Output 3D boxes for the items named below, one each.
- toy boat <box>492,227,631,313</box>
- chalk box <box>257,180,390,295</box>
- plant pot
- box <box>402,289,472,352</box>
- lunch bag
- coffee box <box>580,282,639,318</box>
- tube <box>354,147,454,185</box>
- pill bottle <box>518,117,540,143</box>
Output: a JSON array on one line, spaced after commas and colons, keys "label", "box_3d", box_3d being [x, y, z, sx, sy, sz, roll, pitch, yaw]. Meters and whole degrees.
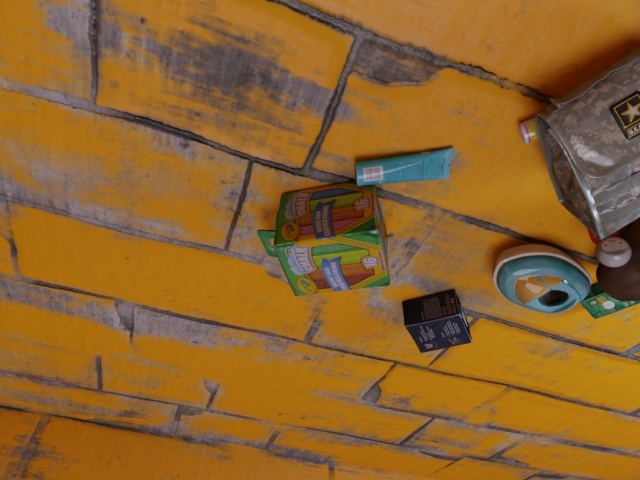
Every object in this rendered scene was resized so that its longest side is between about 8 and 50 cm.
[{"label": "toy boat", "box_3d": [0.580, 0.071, 1.114, 0.267, 0.148, 0.318, 21, 133, -17]}, {"label": "chalk box", "box_3d": [0.000, 0.000, 1.053, 0.289, 0.179, 0.180, -10, 134, 12]}, {"label": "plant pot", "box_3d": [0.764, 0.048, 1.064, 0.215, 0.215, 0.230, 11, 150, -8]}, {"label": "box", "box_3d": [0.337, 0.236, 1.337, 0.158, 0.093, 0.156, -17, 132, 18]}, {"label": "lunch bag", "box_3d": [0.540, -0.182, 0.826, 0.235, 0.169, 0.287, -33, 126, 13]}, {"label": "coffee box", "box_3d": [0.809, 0.143, 1.251, 0.184, 0.040, 0.113, -33, 126, 32]}, {"label": "tube", "box_3d": [0.177, -0.153, 0.984, 0.207, 0.052, 0.080, -5, 140, 1]}, {"label": "pill bottle", "box_3d": [0.434, -0.222, 0.897, 0.083, 0.043, 0.043, -18, 132, 21]}]
